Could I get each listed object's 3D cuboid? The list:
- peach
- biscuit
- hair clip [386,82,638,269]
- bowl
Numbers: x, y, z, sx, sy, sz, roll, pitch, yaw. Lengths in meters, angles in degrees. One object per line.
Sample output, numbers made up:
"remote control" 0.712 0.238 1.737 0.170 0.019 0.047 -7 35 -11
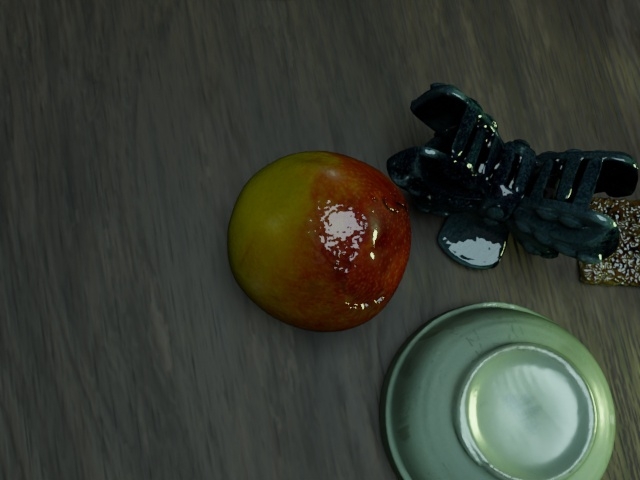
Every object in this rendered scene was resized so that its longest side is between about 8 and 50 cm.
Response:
"peach" 0.000 0.000 0.877 0.230 0.231 0.231 1 79 -5
"biscuit" 0.492 0.005 1.020 0.236 0.026 0.131 3 80 -4
"hair clip" 0.244 -0.079 0.926 0.310 0.206 0.195 24 72 5
"bowl" 0.236 0.224 0.893 0.307 0.163 0.307 1 76 -4
